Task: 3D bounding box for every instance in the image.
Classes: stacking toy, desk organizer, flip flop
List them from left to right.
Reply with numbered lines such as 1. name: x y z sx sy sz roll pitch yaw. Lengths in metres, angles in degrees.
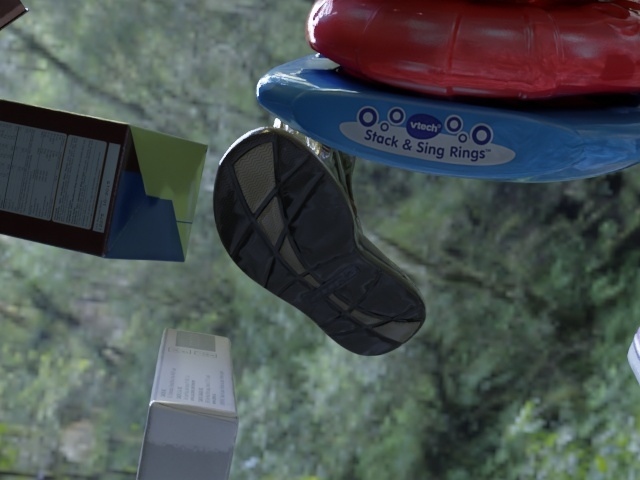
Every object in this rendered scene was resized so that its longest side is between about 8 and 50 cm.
1. desk organizer: -0.385 -0.282 1.547 0.130 0.047 0.050 33 158 55
2. flip flop: 0.000 0.000 1.156 0.277 0.112 0.080 45 -160 -41
3. stacking toy: 0.081 -0.184 0.560 0.166 0.175 0.302 -36 -46 -65

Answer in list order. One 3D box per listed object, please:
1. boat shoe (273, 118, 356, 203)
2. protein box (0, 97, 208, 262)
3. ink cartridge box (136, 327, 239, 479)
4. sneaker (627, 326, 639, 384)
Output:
1. boat shoe: -0.023 -0.061 1.555 0.109 0.098 0.302 57 -155 -35
2. protein box: -0.258 -0.063 1.416 0.200 0.201 0.136 7 -85 -72
3. ink cartridge box: -0.114 0.220 1.025 0.296 0.066 0.261 -130 49 -83
4. sneaker: 0.392 0.111 1.332 0.282 0.102 0.161 -104 37 -64
